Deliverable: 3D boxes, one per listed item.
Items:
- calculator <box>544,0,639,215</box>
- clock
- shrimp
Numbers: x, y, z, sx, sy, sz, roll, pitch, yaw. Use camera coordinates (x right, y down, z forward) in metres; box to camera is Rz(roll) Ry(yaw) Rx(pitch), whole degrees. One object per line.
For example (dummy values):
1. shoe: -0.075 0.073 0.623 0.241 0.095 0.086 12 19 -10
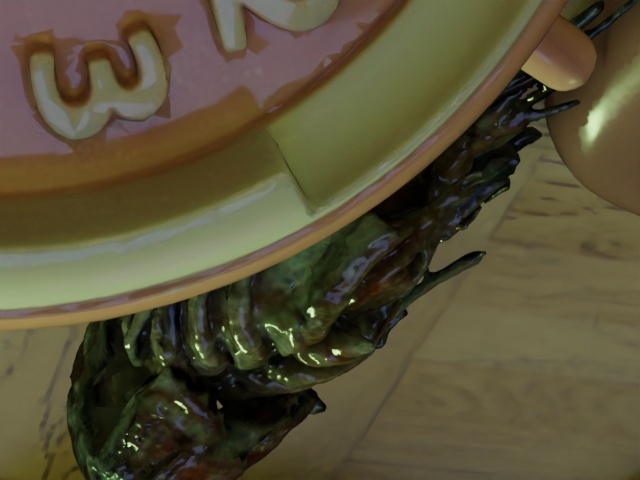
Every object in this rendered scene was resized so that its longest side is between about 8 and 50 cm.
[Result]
1. calculator: 0.206 -0.072 0.481 0.220 0.048 0.329 16 142 -29
2. clock: -0.055 -0.102 0.323 0.241 0.142 0.227 -13 118 -4
3. shrimp: 0.000 0.000 0.533 0.090 0.079 0.233 20 133 -38
